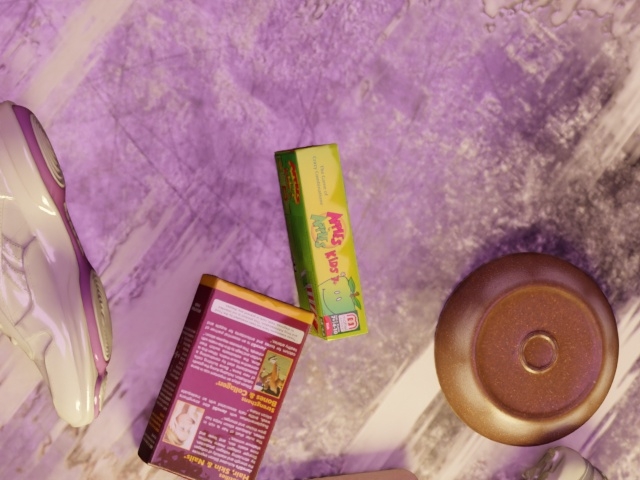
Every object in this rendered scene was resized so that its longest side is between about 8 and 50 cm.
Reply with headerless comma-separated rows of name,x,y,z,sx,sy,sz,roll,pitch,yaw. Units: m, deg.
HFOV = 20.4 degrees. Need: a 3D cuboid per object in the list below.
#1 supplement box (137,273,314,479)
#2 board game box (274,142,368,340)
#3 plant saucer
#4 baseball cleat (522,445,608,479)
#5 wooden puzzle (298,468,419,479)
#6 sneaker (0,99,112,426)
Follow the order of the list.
supplement box,-0.091,0.137,1.693,0.104,0.081,0.188,21,87,-14
board game box,0.000,0.000,1.705,0.043,0.092,0.181,-11,94,-14
plant saucer,0.214,0.111,1.789,0.199,0.036,0.198,0,91,-14
baseball cleat,0.217,0.309,1.779,0.109,0.072,0.206,37,87,-18
wooden puzzle,-0.002,0.353,1.746,0.221,0.044,0.238,-5,89,-13
sneaker,-0.286,0.032,1.644,0.152,0.114,0.305,-18,92,2
